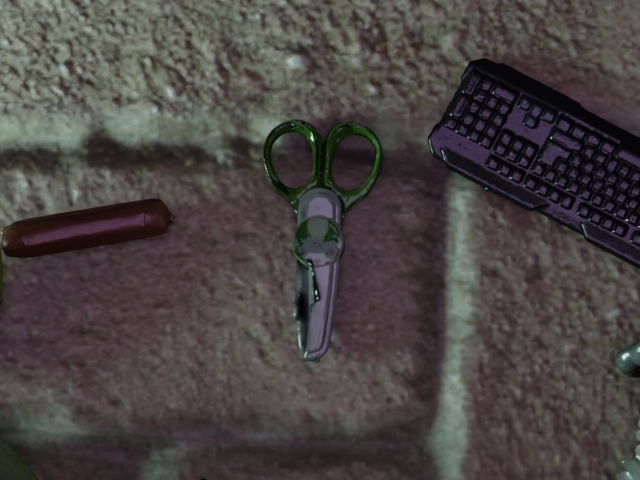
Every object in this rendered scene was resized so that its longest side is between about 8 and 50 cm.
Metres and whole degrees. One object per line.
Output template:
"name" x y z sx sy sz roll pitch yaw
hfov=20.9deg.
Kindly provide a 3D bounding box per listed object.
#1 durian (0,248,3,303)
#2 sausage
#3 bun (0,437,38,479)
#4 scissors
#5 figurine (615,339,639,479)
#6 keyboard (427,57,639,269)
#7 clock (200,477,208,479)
"durian" -0.309 0.051 1.413 0.086 0.100 0.215 4 105 0
"sausage" -0.195 -0.010 1.454 0.147 0.035 0.030 -11 59 0
"bun" -0.306 0.238 1.375 0.221 0.108 0.221 1 102 5
"scissors" 0.000 0.000 1.452 0.101 0.027 0.204 1 80 4
"figurine" 0.340 0.252 1.347 0.207 0.166 0.386 -20 78 17
"keyboard" 0.223 -0.056 1.461 0.262 0.016 0.106 28 84 4
"clock" -0.109 0.262 1.412 0.101 0.041 0.135 31 84 4
